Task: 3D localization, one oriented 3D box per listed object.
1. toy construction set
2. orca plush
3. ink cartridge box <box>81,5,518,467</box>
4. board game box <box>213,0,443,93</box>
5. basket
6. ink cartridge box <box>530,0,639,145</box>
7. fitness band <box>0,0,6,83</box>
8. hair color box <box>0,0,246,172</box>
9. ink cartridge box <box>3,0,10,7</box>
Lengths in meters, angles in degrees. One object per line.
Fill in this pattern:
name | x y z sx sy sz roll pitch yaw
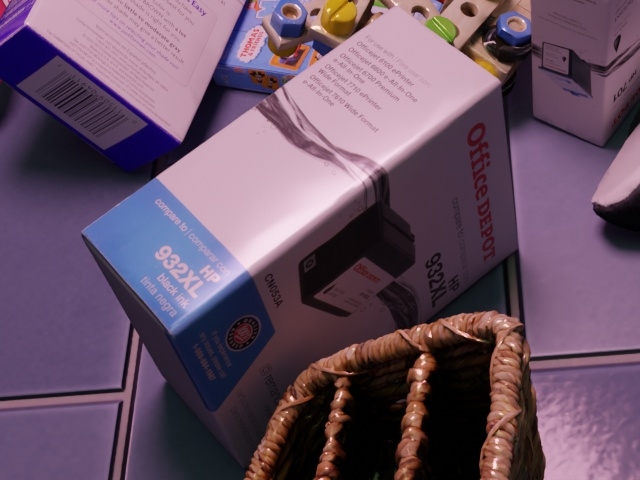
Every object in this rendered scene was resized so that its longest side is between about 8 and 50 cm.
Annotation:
toy construction set | 0.121 -0.247 1.131 0.215 0.151 0.328 35 73 9
orca plush | 0.354 -0.108 1.046 0.102 0.151 0.287 41 68 -11
ink cartridge box | 0.000 0.000 0.961 0.307 0.223 0.129 -38 55 -14
board game box | 0.015 -0.211 1.230 0.211 0.039 0.160 12 59 20
basket | 0.025 0.211 0.801 0.213 0.223 0.299 4 56 16
ink cartridge box | 0.251 -0.199 1.066 0.082 0.191 0.140 28 65 28
fitness band | -0.436 -0.216 1.298 0.209 0.054 0.291 -42 54 6
hair color box | -0.177 -0.259 1.210 0.110 0.185 0.339 -19 41 47
ink cartridge box | -0.265 -0.272 1.328 0.150 0.063 0.109 -3 55 11
